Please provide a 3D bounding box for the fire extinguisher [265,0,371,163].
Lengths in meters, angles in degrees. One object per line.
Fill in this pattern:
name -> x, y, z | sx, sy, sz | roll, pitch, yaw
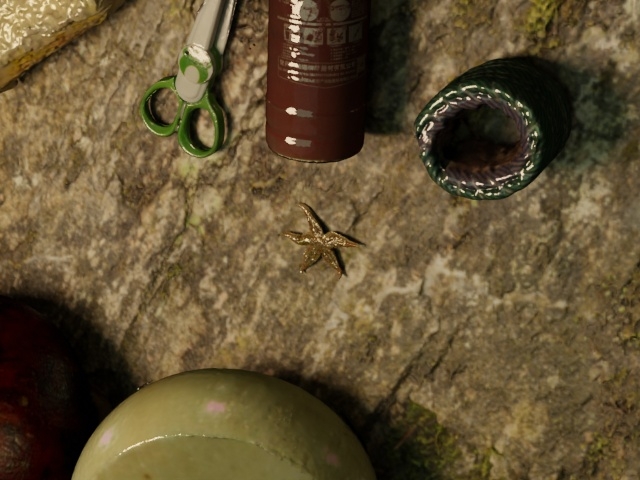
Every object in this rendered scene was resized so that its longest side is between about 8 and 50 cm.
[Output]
fire extinguisher -> 0.018, -0.250, 1.597 | 0.138, 0.102, 0.344 | 0, 115, -7

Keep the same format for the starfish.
starfish -> 0.000, 0.000, 1.765 | 0.086, 0.016, 0.092 | -19, 100, 31

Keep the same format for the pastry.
pastry -> -0.306, -0.229, 1.759 | 0.258, 0.121, 0.089 | -32, 100, 34

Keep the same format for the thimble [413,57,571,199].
thimble -> 0.165, -0.105, 1.579 | 0.135, 0.090, 0.118 | -21, 101, 35

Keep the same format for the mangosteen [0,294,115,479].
mangosteen -> -0.385, 0.212, 1.939 | 0.306, 0.359, 0.306 | -8, 79, 46

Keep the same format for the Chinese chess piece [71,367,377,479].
Chinese chess piece -> -0.103, 0.303, 1.832 | 0.349, 0.146, 0.349 | 4, 120, 7

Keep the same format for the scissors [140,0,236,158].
scissors -> -0.124, -0.184, 1.738 | 0.101, 0.027, 0.204 | 30, 125, 12
